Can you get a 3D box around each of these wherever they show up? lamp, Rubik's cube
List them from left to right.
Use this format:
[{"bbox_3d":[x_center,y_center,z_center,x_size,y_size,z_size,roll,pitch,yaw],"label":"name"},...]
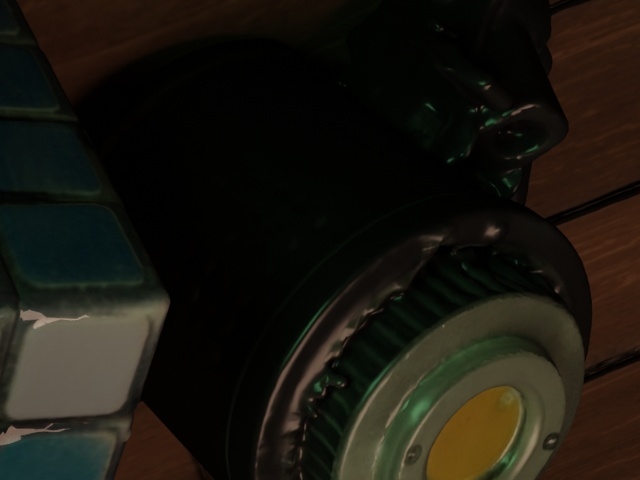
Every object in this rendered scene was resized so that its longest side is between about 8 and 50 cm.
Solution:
[{"bbox_3d":[-0.244,0.044,0.777,0.256,0.259,0.253,-1,130,-31],"label":"Rubik's cube"},{"bbox_3d":[-0.006,0.041,0.912,0.374,0.272,0.205,-39,139,17],"label":"lamp"}]
